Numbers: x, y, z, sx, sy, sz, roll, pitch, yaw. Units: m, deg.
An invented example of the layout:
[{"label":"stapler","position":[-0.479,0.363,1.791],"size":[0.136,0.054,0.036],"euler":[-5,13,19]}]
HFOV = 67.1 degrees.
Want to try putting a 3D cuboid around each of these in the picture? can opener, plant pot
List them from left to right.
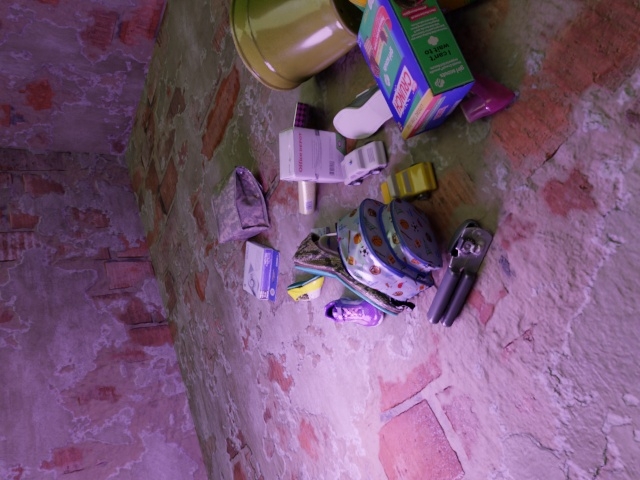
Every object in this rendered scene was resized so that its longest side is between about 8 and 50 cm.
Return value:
[{"label":"plant pot","position":[-0.028,-0.692,1.504],"size":[0.352,0.366,0.367],"euler":[-2,89,42]},{"label":"can opener","position":[0.347,0.084,1.234],"size":[0.095,0.075,0.284],"euler":[-92,18,-64]}]

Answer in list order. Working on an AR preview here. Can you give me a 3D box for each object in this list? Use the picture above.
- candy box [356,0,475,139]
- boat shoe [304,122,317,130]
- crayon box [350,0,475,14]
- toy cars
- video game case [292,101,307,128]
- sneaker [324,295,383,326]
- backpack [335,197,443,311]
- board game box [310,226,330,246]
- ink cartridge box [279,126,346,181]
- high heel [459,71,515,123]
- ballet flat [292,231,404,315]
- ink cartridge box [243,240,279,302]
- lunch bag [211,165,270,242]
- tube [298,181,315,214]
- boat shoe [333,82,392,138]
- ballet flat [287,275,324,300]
[{"label":"candy box","position":[0.218,-0.445,1.178],"size":[0.268,0.122,0.318],"euler":[114,131,-80]},{"label":"boat shoe","position":[-0.037,-0.335,1.726],"size":[0.059,0.062,0.170],"euler":[-20,76,46]},{"label":"crayon box","position":[0.207,-0.671,1.164],"size":[0.362,0.312,0.106],"euler":[4,76,54]},{"label":"toy cars","position":[0.171,-0.195,1.429],"size":[0.393,0.087,0.177],"euler":[38,120,46]},{"label":"video game case","position":[-0.084,-0.375,1.722],"size":[0.210,0.041,0.232],"euler":[-101,20,-75]},{"label":"sneaker","position":[0.097,0.227,1.530],"size":[0.236,0.104,0.095],"euler":[-6,85,52]},{"label":"backpack","position":[0.173,0.015,1.262],"size":[0.213,0.263,0.277],"euler":[-46,44,36]},{"label":"board game box","position":[0.000,0.000,1.722],"size":[0.090,0.020,0.090],"euler":[-4,88,52]},{"label":"ink cartridge box","position":[-0.024,-0.274,1.577],"size":[0.092,0.219,0.161],"euler":[-1,90,52]},{"label":"high heel","position":[0.375,-0.405,1.175],"size":[0.117,0.082,0.244],"euler":[-26,56,23]},{"label":"ballet flat","position":[0.088,0.067,1.503],"size":[0.482,0.163,0.182],"euler":[22,90,49]},{"label":"ink cartridge box","position":[-0.256,0.131,2.051],"size":[0.223,0.045,0.224],"euler":[17,105,52]},{"label":"lunch bag","position":[-0.354,-0.155,2.074],"size":[0.235,0.168,0.287],"euler":[-24,77,51]},{"label":"tube","position":[-0.047,-0.208,1.689],"size":[0.070,0.062,0.240],"euler":[-79,-9,-55]},{"label":"boat shoe","position":[0.156,-0.402,1.464],"size":[0.099,0.116,0.319],"euler":[-55,19,-25]},{"label":"ballet flat","position":[-0.042,0.177,1.755],"size":[0.231,0.077,0.077],"euler":[-25,92,54]}]
